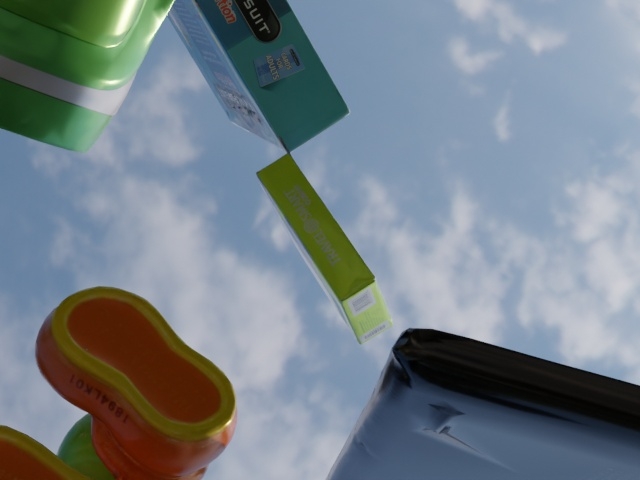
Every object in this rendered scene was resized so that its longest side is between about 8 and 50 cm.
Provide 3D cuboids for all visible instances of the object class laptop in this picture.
[{"bbox_3d":[0.231,0.043,0.591,0.408,0.382,0.236,16,-109,1],"label":"laptop"}]

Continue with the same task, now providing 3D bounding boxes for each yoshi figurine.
[{"bbox_3d":[-0.178,0.182,0.705,0.204,0.362,0.203,0,-133,-26],"label":"yoshi figurine"}]

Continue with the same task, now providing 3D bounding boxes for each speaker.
[{"bbox_3d":[-0.114,-0.199,0.678,0.131,0.131,0.296,21,-87,-4],"label":"speaker"}]

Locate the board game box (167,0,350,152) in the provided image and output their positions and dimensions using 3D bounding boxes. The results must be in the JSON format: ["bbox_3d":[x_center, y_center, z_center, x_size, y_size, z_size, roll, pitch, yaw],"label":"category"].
[{"bbox_3d":[-0.115,-0.263,1.382,0.079,0.254,0.336,-33,-72,-7],"label":"board game box"}]

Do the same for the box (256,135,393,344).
[{"bbox_3d":[0.000,0.000,1.281,0.042,0.109,0.178,-31,-118,-4],"label":"box"}]
